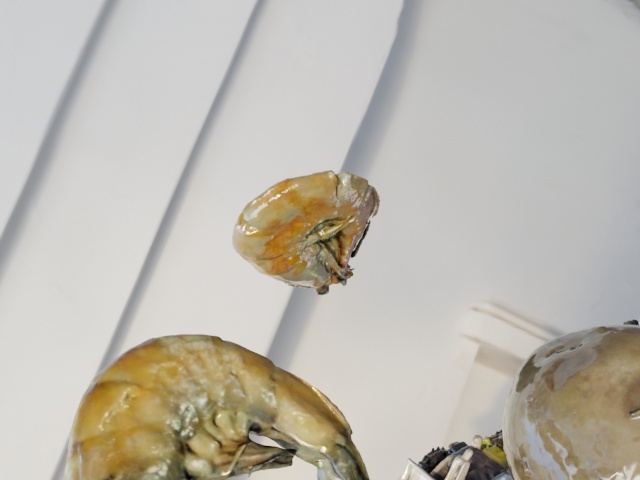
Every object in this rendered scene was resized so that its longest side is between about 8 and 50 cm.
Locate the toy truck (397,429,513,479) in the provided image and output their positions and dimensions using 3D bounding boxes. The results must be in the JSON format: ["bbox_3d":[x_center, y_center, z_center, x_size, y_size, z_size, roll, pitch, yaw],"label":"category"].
[{"bbox_3d":[0.206,0.275,0.858,0.285,0.111,0.136,-4,-158,-38],"label":"toy truck"}]

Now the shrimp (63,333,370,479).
[{"bbox_3d":[-0.038,0.138,0.334,0.150,0.217,0.051,1,143,-23],"label":"shrimp"}]

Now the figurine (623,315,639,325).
[{"bbox_3d":[0.499,0.118,1.001,0.149,0.087,0.086,-22,163,34],"label":"figurine"}]

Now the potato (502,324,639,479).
[{"bbox_3d":[0.218,0.141,0.377,0.262,0.165,0.165,34,177,23],"label":"potato"}]

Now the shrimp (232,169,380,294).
[{"bbox_3d":[0.000,0.001,0.798,0.062,0.154,0.294,64,-177,20],"label":"shrimp"}]
